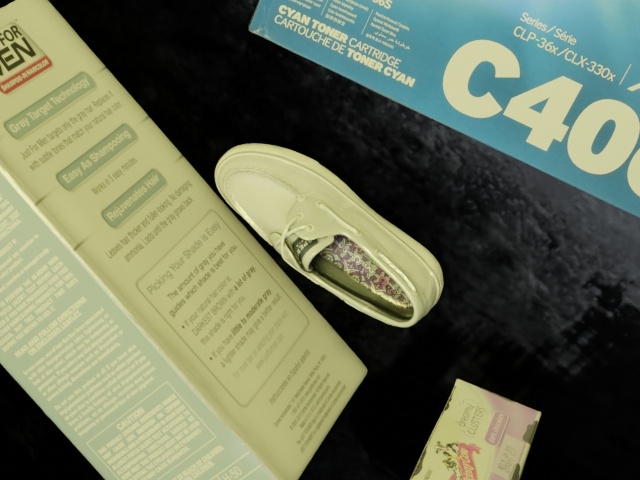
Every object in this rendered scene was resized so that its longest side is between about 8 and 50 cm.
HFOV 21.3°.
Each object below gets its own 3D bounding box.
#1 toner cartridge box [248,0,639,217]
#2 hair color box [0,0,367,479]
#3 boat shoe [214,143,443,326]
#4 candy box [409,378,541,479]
[{"bbox_3d":[0.146,-0.136,1.068,0.348,0.075,0.165,25,116,-1],"label":"toner cartridge box"},{"bbox_3d":[-0.149,0.019,1.189,0.114,0.185,0.374,-37,96,28],"label":"hair color box"},{"bbox_3d":[0.000,0.000,1.200,0.184,0.063,0.066,39,118,0],"label":"boat shoe"},{"bbox_3d":[0.082,0.223,1.208,0.070,0.165,0.196,22,117,8],"label":"candy box"}]
